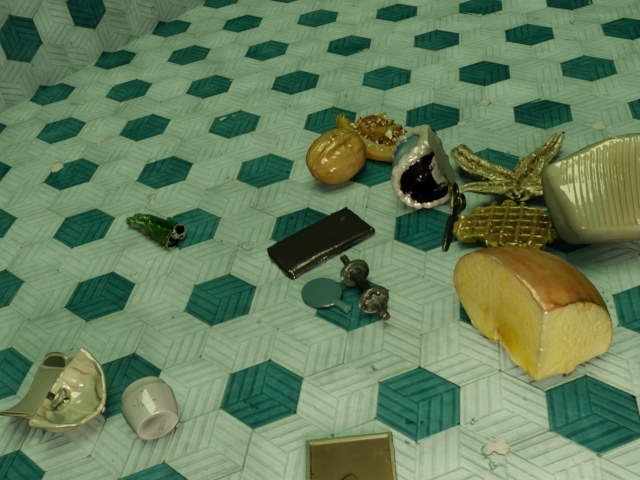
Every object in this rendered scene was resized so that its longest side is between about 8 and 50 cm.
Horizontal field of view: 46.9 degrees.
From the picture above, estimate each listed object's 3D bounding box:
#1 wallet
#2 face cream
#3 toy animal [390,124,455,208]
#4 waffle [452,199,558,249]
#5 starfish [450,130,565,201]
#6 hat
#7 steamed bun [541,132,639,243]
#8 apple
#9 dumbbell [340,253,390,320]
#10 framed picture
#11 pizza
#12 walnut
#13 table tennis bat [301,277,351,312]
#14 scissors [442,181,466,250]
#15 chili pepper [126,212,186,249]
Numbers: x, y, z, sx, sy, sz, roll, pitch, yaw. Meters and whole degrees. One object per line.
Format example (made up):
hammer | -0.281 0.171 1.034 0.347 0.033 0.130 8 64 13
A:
wallet | 0.000 0.001 2.020 0.285 0.030 0.146 -28 45 -21
face cream | -0.369 0.362 1.599 0.117 0.117 0.104 -25 47 -16
toy animal | 0.279 -0.206 2.087 0.156 0.208 0.204 -20 36 21
waffle | 0.476 -0.027 1.896 0.249 0.056 0.253 -16 31 -9
starfish | 0.586 -0.193 2.072 0.432 0.082 0.324 -2 37 7
hat | -0.605 0.369 1.686 0.226 0.164 0.219 -32 20 43
steamed bun | 0.733 -0.116 1.811 0.384 0.236 0.247 -17 77 1
apple | 0.451 0.135 1.616 0.252 0.314 0.309 -53 39 16
dumbbell | 0.106 0.112 1.817 0.082 0.081 0.254 -21 40 -12
framed picture | 0.061 0.482 1.425 0.184 0.016 0.250 -8 39 4
pizza | 0.181 -0.337 2.353 0.182 0.074 0.365 -35 44 -14
walnut | 0.048 -0.253 2.224 0.159 0.159 0.207 26 47 38
table tennis bat | 0.018 0.140 1.855 0.100 0.019 0.155 -36 43 -28
scissors | 0.353 -0.058 1.986 0.017 0.088 0.220 -11 45 35
chili pepper | -0.499 -0.036 2.170 0.227 0.059 0.088 16 59 35
